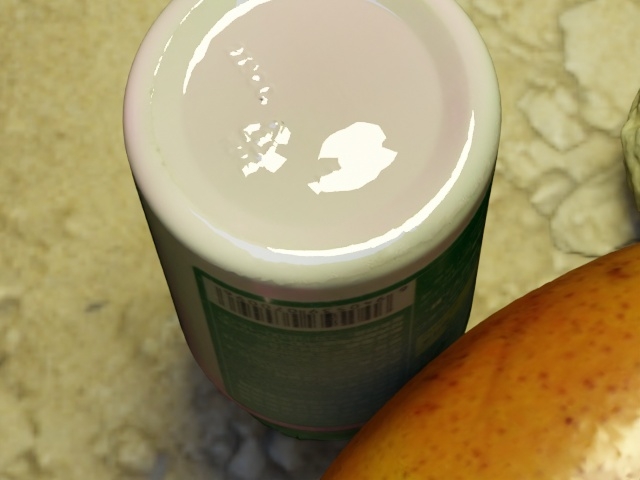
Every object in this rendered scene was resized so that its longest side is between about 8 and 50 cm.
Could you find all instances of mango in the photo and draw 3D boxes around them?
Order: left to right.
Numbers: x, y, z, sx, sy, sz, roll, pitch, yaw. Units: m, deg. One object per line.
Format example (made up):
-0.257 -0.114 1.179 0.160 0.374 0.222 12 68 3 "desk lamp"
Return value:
0.086 0.139 0.730 0.350 0.201 0.199 -40 94 3 "mango"

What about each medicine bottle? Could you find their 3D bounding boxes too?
0.000 0.000 0.738 0.133 0.274 0.133 0 69 1 "medicine bottle"

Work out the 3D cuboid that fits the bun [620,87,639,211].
0.235 -0.051 0.836 0.188 0.111 0.164 10 77 0 "bun"
